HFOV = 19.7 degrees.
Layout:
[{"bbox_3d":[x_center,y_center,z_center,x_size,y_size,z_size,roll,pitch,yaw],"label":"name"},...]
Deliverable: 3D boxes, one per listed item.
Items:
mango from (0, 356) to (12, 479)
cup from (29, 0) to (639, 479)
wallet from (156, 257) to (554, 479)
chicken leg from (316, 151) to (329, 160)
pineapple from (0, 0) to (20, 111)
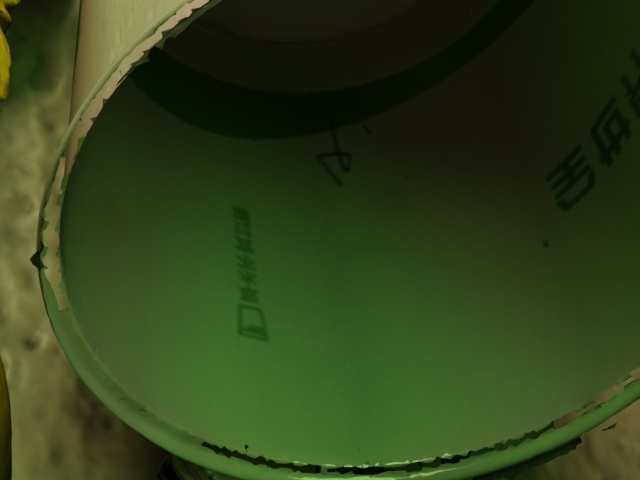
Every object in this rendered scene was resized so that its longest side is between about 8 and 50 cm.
[{"bbox_3d":[-0.234,0.111,0.568,0.331,0.142,0.195,-39,102,-32],"label":"mango"},{"bbox_3d":[0.016,-0.082,0.698,0.253,0.253,0.274,10,39,-18],"label":"cup"},{"bbox_3d":[0.018,0.084,0.750,0.155,0.039,0.110,-39,97,-33],"label":"wallet"},{"bbox_3d":[-0.001,0.002,0.802,0.036,0.021,0.083,-11,72,-19],"label":"chicken leg"},{"bbox_3d":[-0.239,-0.141,0.718,0.209,0.286,0.344,-16,74,19],"label":"pineapple"}]
